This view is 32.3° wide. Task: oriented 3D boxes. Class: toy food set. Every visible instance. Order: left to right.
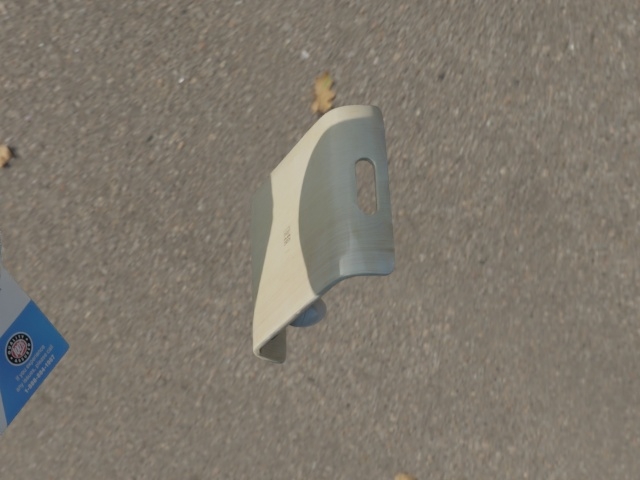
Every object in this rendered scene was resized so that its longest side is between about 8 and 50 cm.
[{"bbox_3d":[0.000,0.000,1.356,0.092,0.220,0.306,11,151,-24],"label":"toy food set"}]

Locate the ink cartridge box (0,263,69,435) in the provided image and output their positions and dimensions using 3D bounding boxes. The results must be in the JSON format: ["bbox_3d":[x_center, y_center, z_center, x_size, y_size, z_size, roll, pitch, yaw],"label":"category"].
[{"bbox_3d":[-0.533,0.089,1.305,0.166,0.285,0.395,-12,122,38],"label":"ink cartridge box"}]

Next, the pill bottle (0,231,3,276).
[{"bbox_3d":[-0.460,0.013,0.966,0.176,0.318,0.176,24,122,44],"label":"pill bottle"}]
